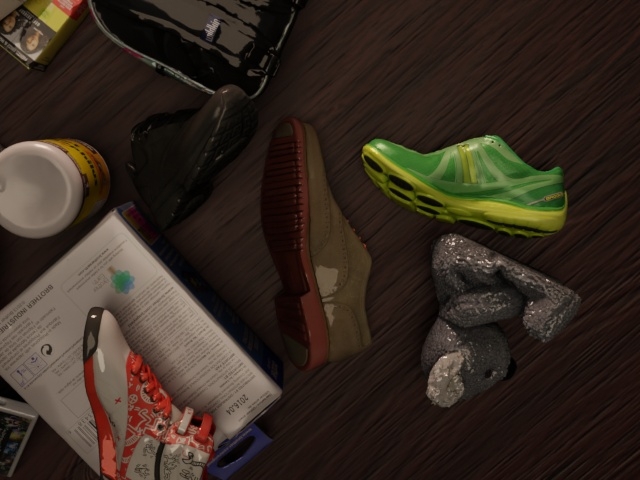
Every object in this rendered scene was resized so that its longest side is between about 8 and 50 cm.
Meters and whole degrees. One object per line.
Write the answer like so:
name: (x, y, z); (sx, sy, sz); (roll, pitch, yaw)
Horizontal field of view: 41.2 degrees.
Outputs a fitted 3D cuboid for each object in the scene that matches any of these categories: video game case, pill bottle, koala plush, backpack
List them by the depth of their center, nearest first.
backpack: (-0.161, -0.314, 1.086); (0.253, 0.191, 0.225); (22, 97, -15)
pill bottle: (-0.342, -0.073, 1.103); (0.117, 0.215, 0.117); (0, 98, -2)
koala plush: (0.210, 0.122, 1.175); (0.203, 0.196, 0.221); (26, 97, 6)
video game case: (-0.492, 0.258, 1.176); (0.173, 0.022, 0.190); (21, 134, -16)

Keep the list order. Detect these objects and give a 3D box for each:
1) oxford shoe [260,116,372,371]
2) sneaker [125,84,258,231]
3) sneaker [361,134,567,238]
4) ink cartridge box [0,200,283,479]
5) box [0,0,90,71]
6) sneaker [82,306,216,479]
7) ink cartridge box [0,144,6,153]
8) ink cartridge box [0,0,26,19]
oxford shoe: (0.000, 0.000, 1.196); (0.130, 0.123, 0.348); (-9, 98, -27)
sneaker: (-0.183, -0.120, 1.096); (0.130, 0.109, 0.286); (50, 138, 2)
sneaker: (0.200, -0.090, 1.190); (0.295, 0.109, 0.124); (16, 74, -2)
ink cartridge box: (-0.234, 0.181, 1.177); (0.270, 0.151, 0.395); (-41, 96, 5)
box: (-0.344, -0.343, 1.144); (0.087, 0.058, 0.232); (41, 95, -5)
sneaker: (-0.208, 0.206, 1.065); (0.145, 0.090, 0.270); (-5, 103, -2)
ink cartridge box: (-0.570, -0.097, 1.180); (0.208, 0.045, 0.206); (37, 95, -5)
ink cartridge box: (-0.437, -0.371, 1.084); (0.218, 0.092, 0.159); (-33, 73, 11)
